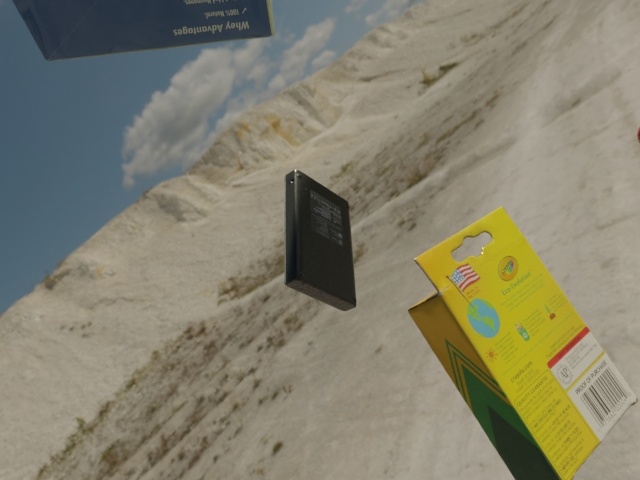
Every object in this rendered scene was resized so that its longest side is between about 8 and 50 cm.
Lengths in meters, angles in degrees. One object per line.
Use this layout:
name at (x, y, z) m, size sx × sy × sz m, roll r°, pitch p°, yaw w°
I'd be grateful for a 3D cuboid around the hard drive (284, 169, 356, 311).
hard drive at (0.000, 0.000, 0.600) m, size 0.022 × 0.094 × 0.135 m, roll -27°, pitch 51°, yaw 34°

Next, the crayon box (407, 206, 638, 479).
crayon box at (0.259, 0.131, 0.748) m, size 0.202 × 0.319 × 0.081 m, roll -25°, pitch -11°, yaw -33°

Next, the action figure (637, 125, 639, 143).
action figure at (0.352, -0.173, 0.479) m, size 0.091 × 0.281 × 0.139 m, roll -20°, pitch 24°, yaw -24°

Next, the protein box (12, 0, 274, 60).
protein box at (-0.148, -0.271, 0.426) m, size 0.201 × 0.199 × 0.136 m, roll 84°, pitch 180°, yaw -55°
